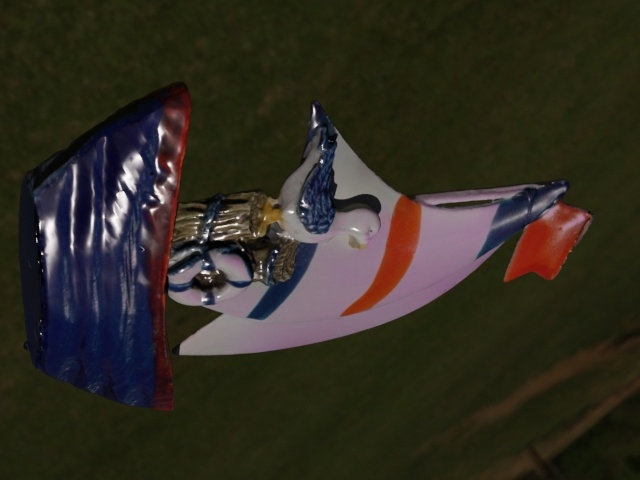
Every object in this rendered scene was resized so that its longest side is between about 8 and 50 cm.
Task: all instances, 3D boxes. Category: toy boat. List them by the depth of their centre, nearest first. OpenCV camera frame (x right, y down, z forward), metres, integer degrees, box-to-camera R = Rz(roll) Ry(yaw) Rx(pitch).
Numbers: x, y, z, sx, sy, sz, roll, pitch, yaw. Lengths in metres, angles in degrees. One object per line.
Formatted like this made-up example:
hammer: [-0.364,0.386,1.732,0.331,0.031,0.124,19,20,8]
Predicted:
toy boat: [-0.022,0.018,0.790,0.318,0.072,0.219,11,129,-35]
